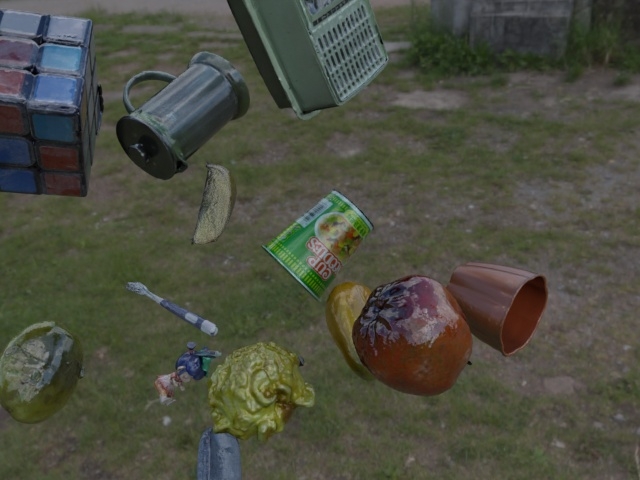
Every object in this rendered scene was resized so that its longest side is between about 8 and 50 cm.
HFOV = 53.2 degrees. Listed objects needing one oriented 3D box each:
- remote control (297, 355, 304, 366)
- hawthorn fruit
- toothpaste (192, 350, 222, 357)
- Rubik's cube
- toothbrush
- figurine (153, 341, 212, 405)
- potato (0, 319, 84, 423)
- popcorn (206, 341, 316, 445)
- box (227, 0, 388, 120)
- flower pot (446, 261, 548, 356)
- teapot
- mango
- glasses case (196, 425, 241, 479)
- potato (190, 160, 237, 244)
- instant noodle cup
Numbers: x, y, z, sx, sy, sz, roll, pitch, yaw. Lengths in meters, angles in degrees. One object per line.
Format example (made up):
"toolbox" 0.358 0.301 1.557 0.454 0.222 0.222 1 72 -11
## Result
"remote control" -0.077 0.354 1.857 0.016 0.034 0.091 -37 7 -37
"hawthorn fruit" 0.138 0.137 0.864 0.157 0.194 0.156 -33 39 32
"toothpaste" -0.293 0.296 1.662 0.083 0.027 0.019 -3 74 24
"Rubik's cube" -0.769 -0.347 1.641 0.359 0.362 0.363 6 55 -14
"toothbrush" -0.277 0.120 1.170 0.288 0.024 0.026 19 -4 43
"figurine" -0.409 0.392 1.897 0.195 0.111 0.102 -36 69 -6
"potato" -0.646 0.299 1.480 0.149 0.197 0.228 -15 19 28
"popcorn" -0.133 0.339 1.401 0.217 0.181 0.235 36 58 -12
"box" -0.022 -0.377 1.117 0.166 0.290 0.220 3 39 42
"flower pot" 0.377 0.133 1.403 0.191 0.190 0.173 -28 36 -33
"teapot" -0.377 -0.326 1.620 0.270 0.200 0.337 37 56 2
"mango" 0.082 0.194 1.395 0.119 0.176 0.316 -24 29 5
"glasses case" -0.231 0.563 1.452 0.067 0.109 0.282 -27 48 29
"potato" -0.300 -0.097 1.853 0.098 0.243 0.138 12 -1 -3
"instant noodle cup" 0.000 0.000 1.590 0.232 0.207 0.207 -47 41 -5
